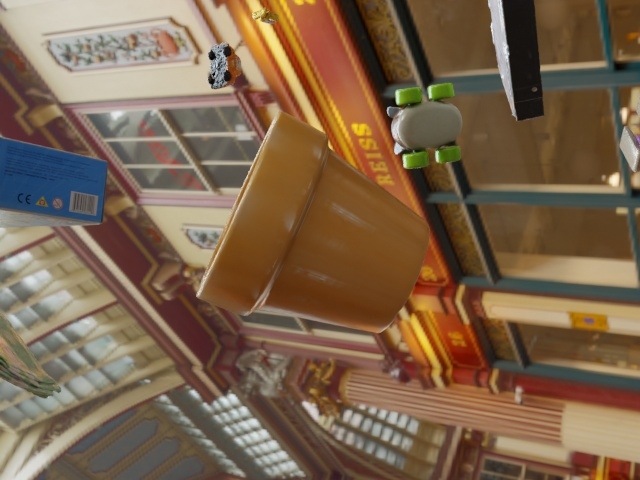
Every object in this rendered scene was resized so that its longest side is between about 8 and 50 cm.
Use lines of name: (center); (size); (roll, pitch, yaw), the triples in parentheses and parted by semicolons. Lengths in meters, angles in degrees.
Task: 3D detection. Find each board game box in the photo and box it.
board game box: (-0.489, -0.080, 0.960); (0.308, 0.301, 0.086); (10, -98, -48)

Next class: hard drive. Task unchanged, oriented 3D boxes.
hard drive: (0.362, -0.429, 1.425); (0.237, 0.064, 0.339); (-87, -18, -49)

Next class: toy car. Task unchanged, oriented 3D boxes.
toy car: (0.187, -0.234, 1.549); (0.148, 0.188, 0.155); (-12, -80, -23)
toy car: (-0.091, -0.231, 0.929); (0.040, 0.122, 0.060); (3, -111, -50)

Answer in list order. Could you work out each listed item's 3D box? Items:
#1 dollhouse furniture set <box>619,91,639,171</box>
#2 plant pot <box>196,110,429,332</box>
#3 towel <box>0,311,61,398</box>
dollhouse furniture set: (0.657, -0.220, 1.147); (0.303, 0.286, 0.198); (77, 179, -49)
plant pot: (0.000, 0.000, 0.769); (0.205, 0.187, 0.205); (-156, 90, -82)
towel: (-0.530, 0.102, 1.088); (0.038, 0.248, 0.325); (-46, -34, -9)
